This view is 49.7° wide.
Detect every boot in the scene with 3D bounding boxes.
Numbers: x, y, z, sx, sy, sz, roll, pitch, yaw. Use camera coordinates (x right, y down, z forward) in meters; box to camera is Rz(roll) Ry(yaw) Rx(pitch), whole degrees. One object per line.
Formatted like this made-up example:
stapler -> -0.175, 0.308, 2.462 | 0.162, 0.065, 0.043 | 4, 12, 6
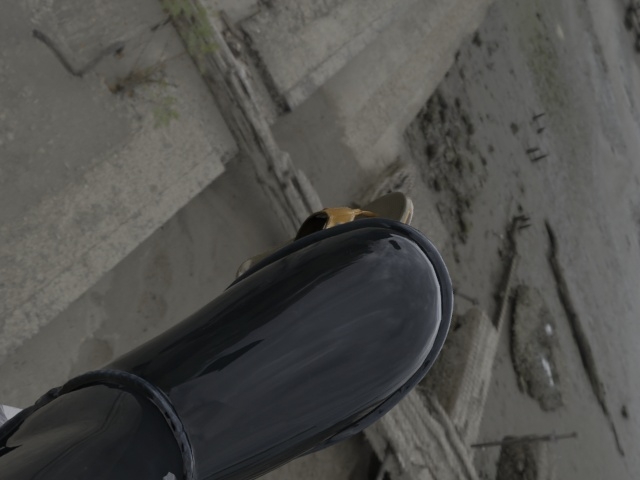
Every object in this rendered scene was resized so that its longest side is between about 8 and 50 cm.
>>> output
boot -> -0.102, 0.121, 0.324 | 0.146, 0.367, 0.445 | 57, 11, 4

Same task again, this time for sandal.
sandal -> 0.000, 0.000, 0.625 | 0.072, 0.180, 0.049 | -107, 173, -52

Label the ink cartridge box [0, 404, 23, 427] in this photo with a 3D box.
ink cartridge box -> -0.320, 0.249, 0.686 | 0.283, 0.207, 0.117 | 23, 85, -29
